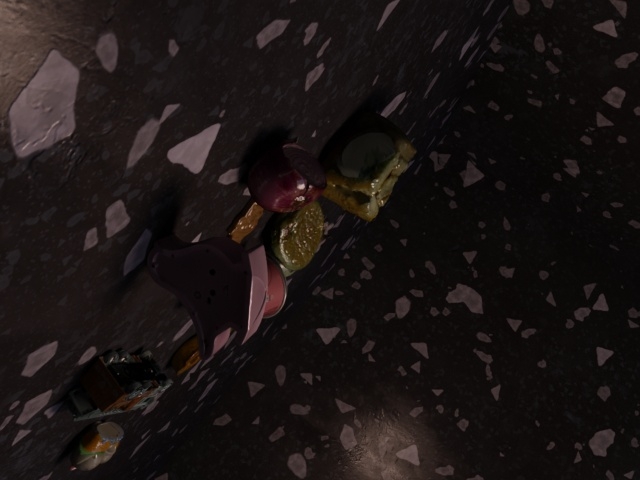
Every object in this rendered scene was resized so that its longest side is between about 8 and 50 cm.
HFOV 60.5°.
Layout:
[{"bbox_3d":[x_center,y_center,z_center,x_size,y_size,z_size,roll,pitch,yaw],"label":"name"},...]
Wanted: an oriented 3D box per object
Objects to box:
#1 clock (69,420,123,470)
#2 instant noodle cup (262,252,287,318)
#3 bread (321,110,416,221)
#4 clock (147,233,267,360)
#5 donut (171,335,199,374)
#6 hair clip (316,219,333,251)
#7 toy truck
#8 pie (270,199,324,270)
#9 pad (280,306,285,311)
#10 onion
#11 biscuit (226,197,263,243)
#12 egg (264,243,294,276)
[{"bbox_3d":[-0.712,0.657,1.750,0.144,0.103,0.231,-49,168,-4],"label":"clock"},{"bbox_3d":[-0.269,0.168,1.725,0.255,0.244,0.244,-19,147,-56],"label":"instant noodle cup"},{"bbox_3d":[0.178,-0.293,1.925,0.395,0.239,0.264,-55,167,-11],"label":"bread"},{"bbox_3d":[-0.260,0.130,1.264,0.080,0.276,0.290,-35,133,-62],"label":"clock"},{"bbox_3d":[-0.481,0.418,2.039,0.162,0.065,0.178,-49,172,17],"label":"donut"},{"bbox_3d":[-0.006,-0.005,2.631,0.146,0.075,0.257,-41,172,-36],"label":"hair clip"},{"bbox_3d":[-0.552,0.413,1.538,0.184,0.133,0.338,-41,167,-1],"label":"toy truck"},{"bbox_3d":[-0.079,-0.029,1.957,0.277,0.079,0.276,-36,136,-44],"label":"pie"},{"bbox_3d":[-0.268,0.245,1.919,0.266,0.176,0.002,-10,108,-40],"label":"pad"},{"bbox_3d":[-0.097,-0.153,1.429,0.200,0.201,0.207,-56,-178,22],"label":"onion"},{"bbox_3d":[-0.216,-0.060,1.627,0.250,0.035,0.162,-59,172,28],"label":"biscuit"},{"bbox_3d":[-0.150,0.070,2.046,0.182,0.141,0.141,-23,150,-58],"label":"egg"}]
